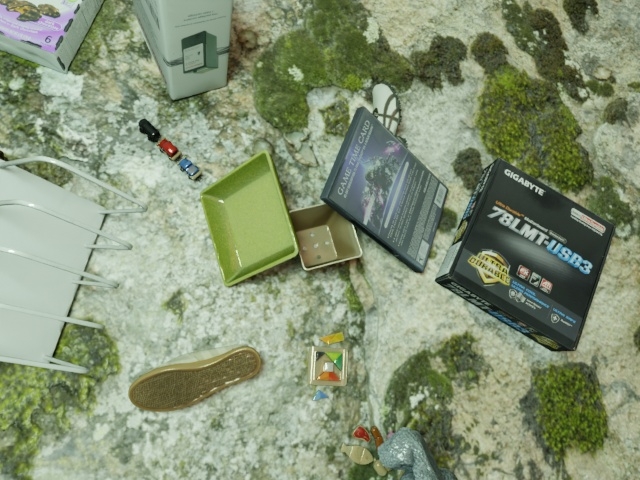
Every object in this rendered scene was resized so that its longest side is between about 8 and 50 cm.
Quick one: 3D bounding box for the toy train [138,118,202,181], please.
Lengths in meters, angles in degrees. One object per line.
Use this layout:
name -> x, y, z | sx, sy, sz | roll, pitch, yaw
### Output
toy train -> -0.281, -0.170, 0.884 | 0.158, 0.036, 0.027 | 43, 72, 1

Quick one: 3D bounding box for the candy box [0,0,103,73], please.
candy box -> -0.526, -0.438, 0.884 | 0.164, 0.070, 0.197 | 18, 74, -6

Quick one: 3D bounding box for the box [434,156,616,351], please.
box -> 0.420, 0.026, 0.961 | 0.295, 0.073, 0.294 | 31, 73, -3

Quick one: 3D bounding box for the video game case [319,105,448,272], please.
video game case -> 0.132, -0.088, 0.883 | 0.274, 0.026, 0.196 | 35, 66, -31

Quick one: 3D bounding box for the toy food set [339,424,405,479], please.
toy food set -> 0.100, 0.366, 0.835 | 0.122, 0.019, 0.078 | 31, 73, -3

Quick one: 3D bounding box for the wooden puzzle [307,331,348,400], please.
wooden puzzle -> 0.013, 0.227, 0.856 | 0.078, 0.014, 0.117 | -1, 77, -11

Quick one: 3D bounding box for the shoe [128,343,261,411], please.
shoe -> -0.207, 0.227, 0.795 | 0.218, 0.058, 0.077 | -14, 99, -11

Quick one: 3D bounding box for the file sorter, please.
file sorter -> -0.407, 0.041, 0.691 | 0.173, 0.192, 0.278 | 2, 70, 35

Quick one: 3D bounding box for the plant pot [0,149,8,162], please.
plant pot -> -0.589, -0.079, 0.744 | 0.165, 0.167, 0.167 | -5, 77, -21

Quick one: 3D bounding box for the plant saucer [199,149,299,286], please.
plant saucer -> -0.119, -0.035, 0.834 | 0.045, 0.188, 0.188 | -4, 73, -53

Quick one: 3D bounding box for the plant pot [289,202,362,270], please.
plant pot -> 0.000, 0.000, 0.867 | 0.108, 0.096, 0.109 | -14, 78, -14

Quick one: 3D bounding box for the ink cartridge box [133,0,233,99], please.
ink cartridge box -> -0.249, -0.420, 0.823 | 0.121, 0.289, 0.211 | -22, 82, -18

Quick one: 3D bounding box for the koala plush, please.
koala plush -> 0.116, 0.457, 0.737 | 0.221, 0.203, 0.196 | -33, 114, 10

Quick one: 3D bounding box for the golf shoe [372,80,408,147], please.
golf shoe -> 0.117, -0.232, 0.960 | 0.093, 0.077, 0.198 | -6, 76, -12
